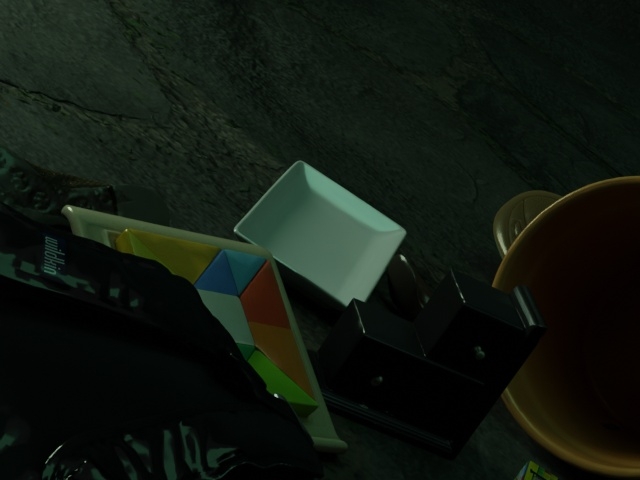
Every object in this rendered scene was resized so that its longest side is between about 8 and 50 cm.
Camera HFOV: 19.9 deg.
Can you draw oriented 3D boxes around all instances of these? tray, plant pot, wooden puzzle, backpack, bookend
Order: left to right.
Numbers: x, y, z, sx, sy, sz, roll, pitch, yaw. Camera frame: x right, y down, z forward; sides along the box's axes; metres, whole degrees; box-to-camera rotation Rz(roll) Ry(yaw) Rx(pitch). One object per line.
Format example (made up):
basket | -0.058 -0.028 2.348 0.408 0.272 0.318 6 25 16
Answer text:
backpack | -0.145 0.137 1.122 0.263 0.213 0.276 3 42 -38
wooden puzzle | -0.092 0.069 1.510 0.221 0.044 0.239 12 41 -41
tray | 0.000 0.000 1.851 0.145 0.030 0.270 33 22 2
bookend | 0.089 0.091 1.609 0.156 0.157 0.072 25 23 -22
plant pot | 0.330 0.097 1.809 0.291 0.291 0.203 43 7 23

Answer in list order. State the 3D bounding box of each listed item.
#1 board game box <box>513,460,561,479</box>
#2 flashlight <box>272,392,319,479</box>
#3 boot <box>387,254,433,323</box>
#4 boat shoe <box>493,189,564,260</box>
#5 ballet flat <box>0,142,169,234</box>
board game box | 0.123 0.256 1.327 0.048 0.141 0.170 32 22 3
flashlight | -0.007 0.233 1.255 0.103 0.103 0.304 18 25 -40
boot | 0.126 0.064 1.862 0.114 0.037 0.106 3 59 -47
boat shoe | 0.315 0.083 2.027 0.341 0.121 0.110 50 -10 30
ballet flat | -0.246 -0.034 1.558 0.249 0.058 0.084 12 70 -34
